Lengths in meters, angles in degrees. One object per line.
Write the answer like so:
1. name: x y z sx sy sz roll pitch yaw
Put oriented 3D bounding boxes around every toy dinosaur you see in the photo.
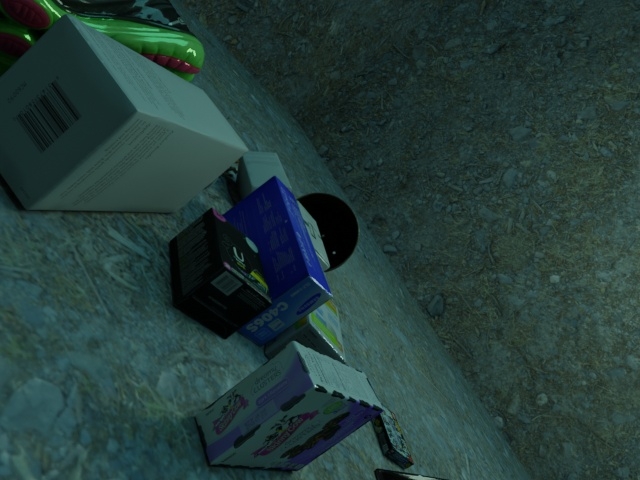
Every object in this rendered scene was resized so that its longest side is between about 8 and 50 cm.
1. toy dinosaur: -0.273 -0.211 1.375 0.092 0.053 0.183 42 -4 34

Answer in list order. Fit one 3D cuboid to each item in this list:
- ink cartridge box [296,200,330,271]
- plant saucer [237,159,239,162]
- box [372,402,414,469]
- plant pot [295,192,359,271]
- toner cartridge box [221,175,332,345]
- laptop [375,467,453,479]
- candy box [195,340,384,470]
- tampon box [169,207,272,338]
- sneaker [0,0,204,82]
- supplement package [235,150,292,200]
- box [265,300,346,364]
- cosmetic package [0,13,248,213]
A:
1. ink cartridge box: -0.075 0.021 1.184 0.086 0.148 0.203 49 13 -30
2. plant saucer: -0.272 -0.268 1.597 0.083 0.013 0.083 51 11 -14
3. box: 0.155 0.432 1.180 0.094 0.027 0.137 46 13 -34
4. plant pot: 0.000 0.000 1.483 0.215 0.215 0.230 56 -4 11
5. toner cartridge box: -0.102 0.024 1.030 0.075 0.165 0.347 45 15 -36
6. laptop: 0.279 0.678 0.971 0.382 0.237 0.407 -108 -174 -57
7. candy box: -0.034 0.227 0.692 0.196 0.165 0.070 38 18 -51
8. tampon box: -0.164 0.051 0.856 0.120 0.101 0.161 45 14 -39
9. sneaker: -0.393 -0.347 0.755 0.483 0.185 0.202 5 56 -56
10. supplement package: -0.154 -0.146 1.383 0.105 0.105 0.179 1 38 -20
11. box: -0.031 0.171 1.023 0.114 0.103 0.203 50 12 -19
12. cosmetic package: -0.277 -0.151 0.779 0.155 0.197 0.365 53 10 4
